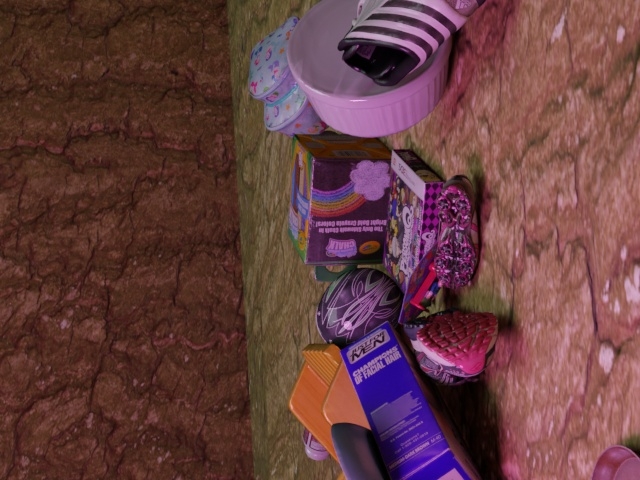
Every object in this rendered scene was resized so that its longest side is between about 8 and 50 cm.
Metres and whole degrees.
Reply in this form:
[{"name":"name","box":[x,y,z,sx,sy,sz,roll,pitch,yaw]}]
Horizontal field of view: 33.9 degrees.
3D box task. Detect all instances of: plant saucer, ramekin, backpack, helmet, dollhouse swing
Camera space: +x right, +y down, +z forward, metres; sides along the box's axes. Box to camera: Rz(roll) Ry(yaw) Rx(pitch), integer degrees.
[{"name":"plant saucer","box":[0.349,0.311,1.163,0.168,0.029,0.168,179,90,-76]},{"name":"plant saucer","box":[0.119,0.399,1.560,0.317,0.044,0.317,56,-174,-9]},{"name":"ramekin","box":[0.089,-0.289,1.737,0.127,0.273,0.273,70,-173,-51]},{"name":"backpack","box":[-0.045,-0.359,2.348,0.225,0.191,0.253,-27,57,46]},{"name":"helmet","box":[0.076,0.134,2.002,0.161,0.169,0.169,-7,-84,-83]},{"name":"dollhouse swing","box":[-0.001,0.413,1.992,0.315,0.305,0.347,48,168,-5]}]

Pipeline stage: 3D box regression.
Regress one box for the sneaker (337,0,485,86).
[{"name":"sneaker","box":[0.097,-0.402,1.630,0.257,0.169,0.447,-46,30,12]}]

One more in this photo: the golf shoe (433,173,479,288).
[{"name":"golf shoe","box":[0.219,-0.013,1.644,0.086,0.067,0.186,-51,-35,-57]}]

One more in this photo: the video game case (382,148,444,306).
[{"name":"video game case","box":[0.164,-0.027,1.892,0.210,0.042,0.232,-119,30,-66]}]

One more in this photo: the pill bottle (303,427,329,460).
[{"name":"pill bottle","box":[0.003,0.458,2.533,0.086,0.086,0.152,-106,20,-47]}]

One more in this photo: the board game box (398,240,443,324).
[{"name":"board game box","box":[0.186,0.074,1.716,0.033,0.133,0.168,32,136,24]}]

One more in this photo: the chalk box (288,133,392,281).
[{"name":"chalk box","box":[0.038,-0.056,2.132,0.179,0.180,0.289,-121,33,-64]}]

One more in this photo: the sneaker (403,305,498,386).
[{"name":"sneaker","box":[0.208,0.170,1.590,0.299,0.121,0.112,-179,72,-88]}]

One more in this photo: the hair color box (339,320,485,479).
[{"name":"hair color box","box":[0.153,0.299,1.657,0.185,0.110,0.339,53,-175,-31]}]

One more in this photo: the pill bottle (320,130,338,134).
[{"name":"pill bottle","box":[0.032,-0.169,2.301,0.180,0.108,0.108,-112,24,-58]}]
